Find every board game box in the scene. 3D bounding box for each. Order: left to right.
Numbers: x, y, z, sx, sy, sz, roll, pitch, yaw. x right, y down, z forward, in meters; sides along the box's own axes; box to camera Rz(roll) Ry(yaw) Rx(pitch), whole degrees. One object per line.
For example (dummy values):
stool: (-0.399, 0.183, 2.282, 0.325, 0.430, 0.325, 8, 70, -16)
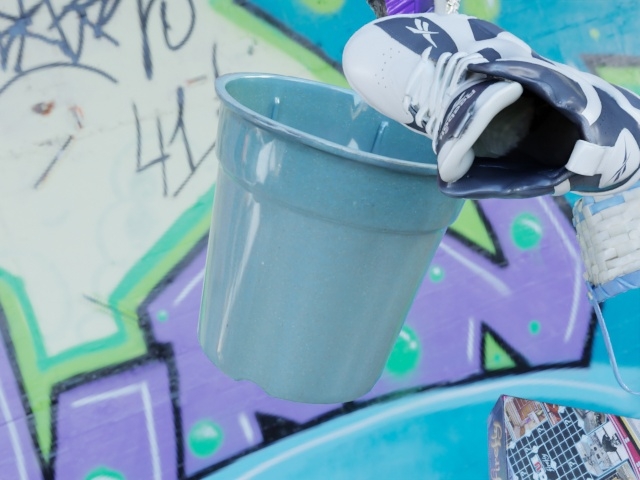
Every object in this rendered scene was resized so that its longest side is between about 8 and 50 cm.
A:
board game box: (0.212, 0.242, 0.580, 0.165, 0.042, 0.243, 11, 48, -2)

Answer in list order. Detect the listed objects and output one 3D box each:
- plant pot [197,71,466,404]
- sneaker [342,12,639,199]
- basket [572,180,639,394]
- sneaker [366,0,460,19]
plant pot: (0.000, 0.000, 0.983, 0.341, 0.334, 0.341, 14, 20, -5)
sneaker: (0.090, -0.091, 0.505, 0.153, 0.235, 0.094, -16, -46, -57)
basket: (0.493, 0.043, 1.072, 0.255, 0.289, 0.201, -18, -15, 7)
sneaker: (0.130, -0.350, 1.195, 0.146, 0.293, 0.102, 19, 31, 17)
